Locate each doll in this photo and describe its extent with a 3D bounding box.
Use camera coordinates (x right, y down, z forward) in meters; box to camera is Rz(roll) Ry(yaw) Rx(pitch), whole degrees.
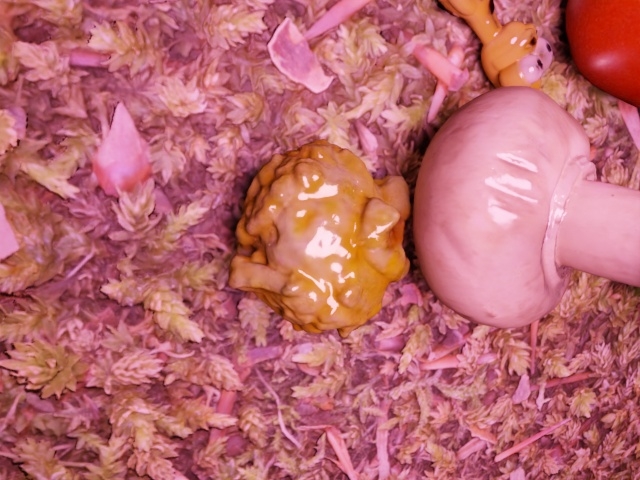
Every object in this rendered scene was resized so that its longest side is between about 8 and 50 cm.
[{"bbox_3d":[0.243,-0.305,0.587,0.291,0.086,0.117,45,59,-20],"label":"doll"}]

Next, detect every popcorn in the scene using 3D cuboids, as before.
[{"bbox_3d":[0.000,0.000,0.537,0.254,0.195,0.257,-12,86,-17],"label":"popcorn"}]

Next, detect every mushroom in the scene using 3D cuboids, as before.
[{"bbox_3d":[0.248,-0.016,0.527,0.314,0.356,0.315,-1,133,-1],"label":"mushroom"}]

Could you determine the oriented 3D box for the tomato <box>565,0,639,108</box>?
[{"bbox_3d":[0.517,-0.341,0.559,0.340,0.273,0.342,0,88,-11],"label":"tomato"}]
